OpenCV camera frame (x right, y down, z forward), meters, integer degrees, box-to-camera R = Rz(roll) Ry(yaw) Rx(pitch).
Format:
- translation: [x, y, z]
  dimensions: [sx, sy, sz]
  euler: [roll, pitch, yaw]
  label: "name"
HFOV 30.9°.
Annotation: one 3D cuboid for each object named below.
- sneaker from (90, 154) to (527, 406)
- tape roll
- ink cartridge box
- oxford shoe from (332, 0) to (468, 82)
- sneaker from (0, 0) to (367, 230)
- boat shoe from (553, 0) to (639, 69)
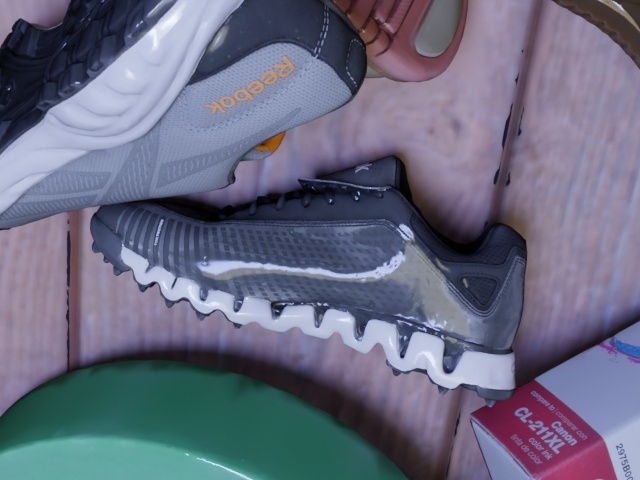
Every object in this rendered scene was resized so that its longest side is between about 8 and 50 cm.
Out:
- translation: [0.000, 0.000, 0.598]
  dimensions: [0.234, 0.078, 0.106]
  euler: [17, 97, 5]
  label: "sneaker"
- translation: [-0.077, 0.223, 0.674]
  dimensions: [0.321, 0.077, 0.321]
  euler: [6, 119, 12]
  label: "tape roll"
- translation: [0.184, 0.114, 0.614]
  dimensions: [0.175, 0.072, 0.127]
  euler: [-27, 115, -10]
  label: "ink cartridge box"
- translation: [-0.093, -0.204, 0.486]
  dimensions: [0.397, 0.140, 0.146]
  euler: [44, 141, -23]
  label: "oxford shoe"
- translation: [-0.087, -0.050, 0.504]
  dimensions: [0.108, 0.100, 0.271]
  euler: [25, 157, -29]
  label: "sneaker"
- translation: [0.148, -0.148, 0.519]
  dimensions: [0.285, 0.089, 0.105]
  euler: [46, 136, -17]
  label: "boat shoe"
